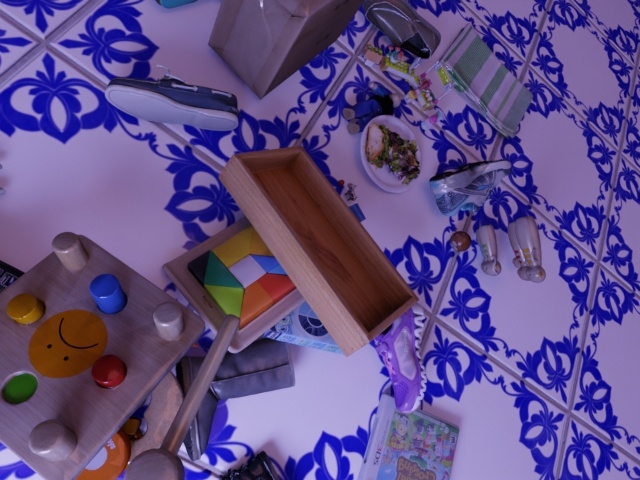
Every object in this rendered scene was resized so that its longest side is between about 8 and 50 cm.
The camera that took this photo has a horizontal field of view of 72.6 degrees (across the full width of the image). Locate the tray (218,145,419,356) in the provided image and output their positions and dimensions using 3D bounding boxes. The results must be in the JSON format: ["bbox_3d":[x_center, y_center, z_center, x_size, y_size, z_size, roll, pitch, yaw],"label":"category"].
[{"bbox_3d":[0.000,0.000,0.850,0.203,0.076,0.410,-23,74,-51],"label":"tray"}]

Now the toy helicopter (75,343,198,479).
[{"bbox_3d":[-0.360,0.182,0.682,0.355,0.140,0.235,41,68,3],"label":"toy helicopter"}]

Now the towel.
[{"bbox_3d":[0.518,-0.493,1.348,0.325,0.038,0.247,41,62,-11],"label":"towel"}]

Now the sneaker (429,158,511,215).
[{"bbox_3d":[0.408,-0.142,1.176,0.283,0.110,0.122,-20,103,-27],"label":"sneaker"}]

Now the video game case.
[{"bbox_3d":[0.194,0.460,0.932,0.213,0.023,0.193,29,65,-17],"label":"video game case"}]

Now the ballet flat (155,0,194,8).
[{"bbox_3d":[-0.249,-0.591,0.970,0.281,0.095,0.096,-24,76,-29],"label":"ballet flat"}]

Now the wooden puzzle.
[{"bbox_3d":[-0.138,0.061,0.825,0.239,0.044,0.221,-33,68,-31],"label":"wooden puzzle"}]

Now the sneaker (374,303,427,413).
[{"bbox_3d":[0.164,0.246,0.942,0.105,0.095,0.236,12,64,-17],"label":"sneaker"}]

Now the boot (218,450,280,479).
[{"bbox_3d":[-0.117,0.449,0.770,0.099,0.045,0.121,-26,81,-32],"label":"boot"}]

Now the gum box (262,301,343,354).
[{"bbox_3d":[-0.018,0.136,0.883,0.185,0.041,0.156,18,52,-20],"label":"gum box"}]

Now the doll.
[{"bbox_3d":[0.141,-0.337,1.109,0.189,0.046,0.128,-31,112,-32],"label":"doll"}]

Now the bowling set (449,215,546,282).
[{"bbox_3d":[0.445,0.039,1.115,0.287,0.200,0.154,6,74,-69],"label":"bowling set"}]

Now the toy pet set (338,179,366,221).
[{"bbox_3d":[0.045,-0.081,0.985,0.122,0.065,0.114,-29,90,-29],"label":"toy pet set"}]

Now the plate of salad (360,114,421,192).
[{"bbox_3d":[0.186,-0.219,1.089,0.200,0.048,0.199,4,82,-31],"label":"plate of salad"}]

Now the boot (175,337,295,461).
[{"bbox_3d":[-0.147,0.278,0.795,0.209,0.076,0.189,1,76,-33],"label":"boot"}]

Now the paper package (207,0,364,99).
[{"bbox_3d":[-0.043,-0.506,0.920,0.168,0.309,0.325,46,63,-8],"label":"paper package"}]

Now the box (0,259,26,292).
[{"bbox_3d":[-0.557,0.092,0.626,0.184,0.045,0.190,28,65,0],"label":"box"}]

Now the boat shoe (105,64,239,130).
[{"bbox_3d":[-0.283,-0.283,0.863,0.255,0.095,0.078,3,76,-27],"label":"boat shoe"}]

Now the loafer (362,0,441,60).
[{"bbox_3d":[0.227,-0.583,1.196,0.251,0.094,0.087,21,64,-20],"label":"loafer"}]

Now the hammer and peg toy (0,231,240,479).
[{"bbox_3d":[-0.285,0.163,0.580,0.362,0.127,0.266,31,56,10],"label":"hammer and peg toy"}]

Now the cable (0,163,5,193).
[{"bbox_3d":[-0.651,-0.074,0.650,0.288,0.072,0.139,0,62,-18],"label":"cable"}]

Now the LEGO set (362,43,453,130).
[{"bbox_3d":[0.251,-0.444,1.162,0.287,0.107,0.132,47,61,-8],"label":"LEGO set"}]
